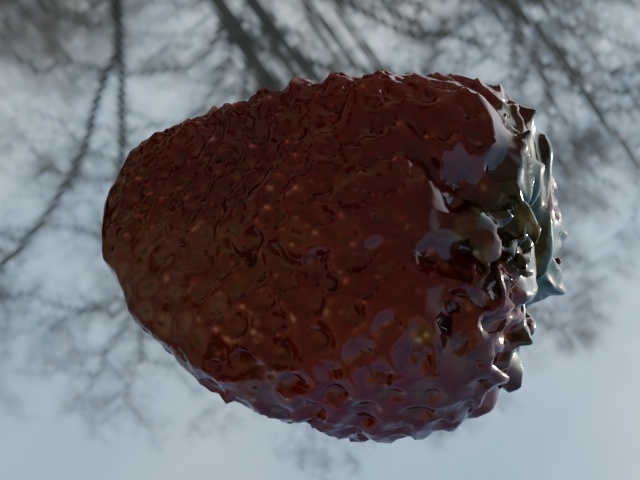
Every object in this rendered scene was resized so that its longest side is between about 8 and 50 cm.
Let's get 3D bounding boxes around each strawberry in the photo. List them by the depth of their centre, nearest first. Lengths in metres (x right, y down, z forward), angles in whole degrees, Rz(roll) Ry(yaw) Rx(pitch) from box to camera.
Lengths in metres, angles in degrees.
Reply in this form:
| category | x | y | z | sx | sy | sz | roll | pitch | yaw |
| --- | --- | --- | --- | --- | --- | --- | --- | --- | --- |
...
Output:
| category | x | y | z | sx | sy | sz | roll | pitch | yaw |
| --- | --- | --- | --- | --- | --- | --- | --- | --- | --- |
| strawberry | 0.000 | 0.000 | 1.397 | 0.351 | 0.267 | 0.312 | 13 | -145 | 16 |
